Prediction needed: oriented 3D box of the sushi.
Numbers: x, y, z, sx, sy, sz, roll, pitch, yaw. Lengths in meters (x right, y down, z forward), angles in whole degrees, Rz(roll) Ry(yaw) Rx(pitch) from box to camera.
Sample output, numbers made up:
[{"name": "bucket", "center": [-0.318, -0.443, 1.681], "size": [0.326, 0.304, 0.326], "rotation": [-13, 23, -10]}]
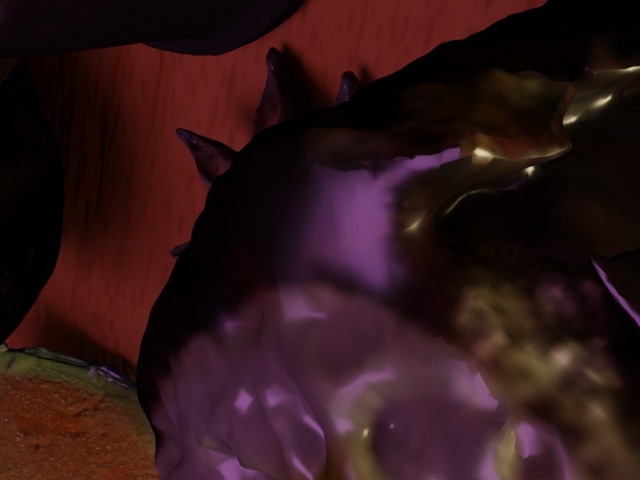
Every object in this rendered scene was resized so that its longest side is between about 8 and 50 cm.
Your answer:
[{"name": "sushi", "center": [0.112, 0.056, 0.560], "size": [0.281, 0.294, 0.299], "rotation": [-17, 103, 55]}]

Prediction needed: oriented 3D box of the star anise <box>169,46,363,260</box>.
[{"name": "star anise", "center": [0.000, 0.000, 0.803], "size": [0.182, 0.065, 0.195], "rotation": [0, 82, 37]}]

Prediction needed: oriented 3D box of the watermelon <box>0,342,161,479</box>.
[{"name": "watermelon", "center": [-0.165, 0.170, 1.029], "size": [0.318, 0.226, 0.148], "rotation": [36, 113, 6]}]

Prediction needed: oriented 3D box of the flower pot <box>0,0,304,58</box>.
[{"name": "flower pot", "center": [-0.139, -0.185, 0.758], "size": [0.269, 0.166, 0.269], "rotation": [30, 138, 32]}]

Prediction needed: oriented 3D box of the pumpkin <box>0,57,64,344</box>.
[{"name": "pumpkin", "center": [-0.265, -0.059, 0.913], "size": [0.296, 0.296, 0.296], "rotation": [28, 135, 31]}]
